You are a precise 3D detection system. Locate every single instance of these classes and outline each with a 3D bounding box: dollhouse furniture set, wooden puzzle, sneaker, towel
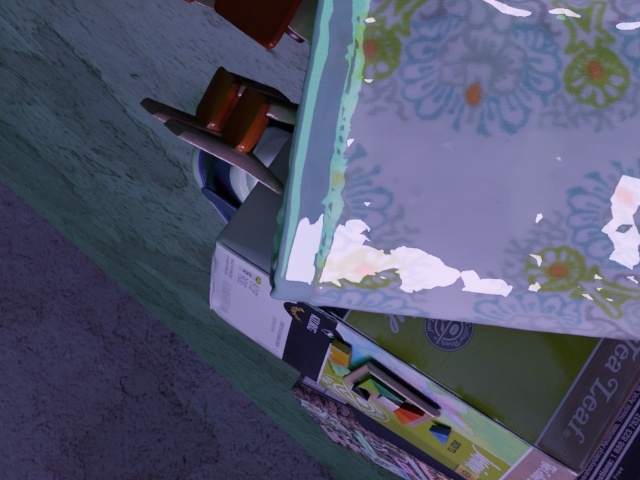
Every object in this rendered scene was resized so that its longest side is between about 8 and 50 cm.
[{"bbox_3d":[-0.053,-0.201,1.474,0.135,0.262,0.259,27,-174,-24],"label":"dollhouse furniture set"},{"bbox_3d":[0.051,0.118,1.498,0.116,0.014,0.078,33,163,1],"label":"wooden puzzle"},{"bbox_3d":[0.000,-0.001,2.264,0.323,0.130,0.236,50,166,-25],"label":"sneaker"},{"bbox_3d":[0.145,-0.085,1.297,0.321,0.090,0.374,9,131,-4],"label":"towel"}]

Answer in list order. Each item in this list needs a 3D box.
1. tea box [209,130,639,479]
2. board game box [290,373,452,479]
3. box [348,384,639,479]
[{"bbox_3d":[0.135,-0.012,1.580,0.323,0.329,0.220,33,164,6],"label":"tea box"},{"bbox_3d":[0.159,0.160,2.236,0.291,0.232,0.141,25,163,34],"label":"board game box"},{"bbox_3d":[0.216,0.089,1.784,0.294,0.296,0.182,29,164,22],"label":"box"}]
